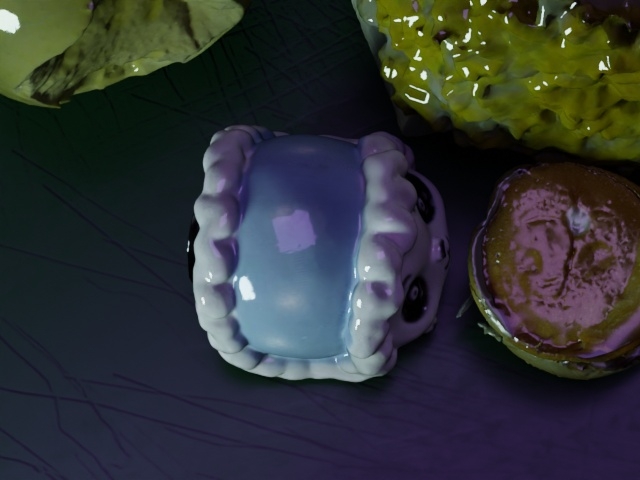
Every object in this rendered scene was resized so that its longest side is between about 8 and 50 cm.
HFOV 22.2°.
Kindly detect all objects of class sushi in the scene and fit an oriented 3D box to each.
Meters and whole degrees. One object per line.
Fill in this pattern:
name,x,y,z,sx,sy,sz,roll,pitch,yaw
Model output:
sushi,0.222,-0.248,1.269,0.397,0.240,0.351,9,68,-14

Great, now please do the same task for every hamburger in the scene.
hamburger,0.194,0.026,1.290,0.185,0.113,0.177,-24,79,3

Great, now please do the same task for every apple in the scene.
apple,-0.190,-0.238,1.303,0.279,0.279,0.279,-1,72,2

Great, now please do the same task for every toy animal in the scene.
toy animal,0.000,0.000,1.276,0.204,0.156,0.208,5,76,7

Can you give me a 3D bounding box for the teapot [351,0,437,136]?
teapot,0.086,-0.197,1.375,0.107,0.077,0.200,-18,73,-8
